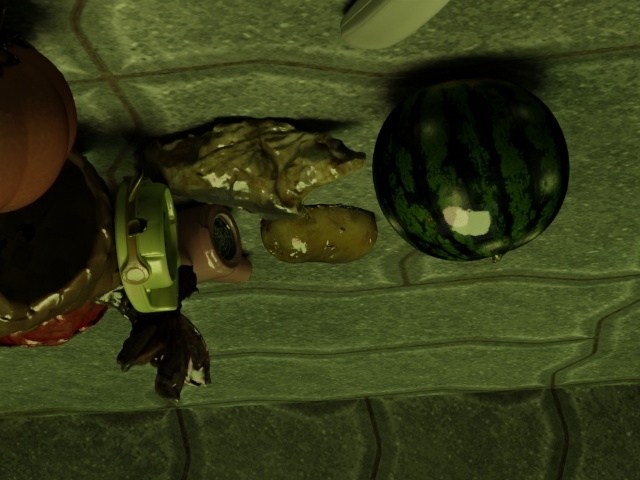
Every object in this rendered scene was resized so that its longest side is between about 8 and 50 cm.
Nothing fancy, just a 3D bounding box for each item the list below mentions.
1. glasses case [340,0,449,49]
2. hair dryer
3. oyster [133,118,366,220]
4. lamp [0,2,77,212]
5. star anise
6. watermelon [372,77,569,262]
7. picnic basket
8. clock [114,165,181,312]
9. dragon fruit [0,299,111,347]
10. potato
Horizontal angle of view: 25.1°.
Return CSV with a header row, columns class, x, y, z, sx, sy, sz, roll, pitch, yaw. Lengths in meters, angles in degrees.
class,x,y,z,sx,sy,sz,roll,pitch,yaw
glasses case,0.091,-0.273,1.662,0.074,0.049,0.193,6,160,-27
hair dryer,-0.193,0.028,2.438,0.210,0.125,0.352,-14,169,24
oyster,-0.109,-0.096,2.049,0.341,0.110,0.166,8,156,4
lamp,-0.422,-0.158,1.603,0.305,0.240,0.305,11,-157,-5
star anise,-0.248,0.120,2.150,0.129,0.283,0.212,-31,154,18
watermelon,0.199,-0.094,1.924,0.268,0.269,0.269,-4,161,-1
picnic basket,-0.456,-0.020,1.925,0.337,0.293,0.337,-19,160,-7
clock,-0.241,-0.009,1.994,0.069,0.170,0.232,-3,157,2
dragon fruit,-0.430,0.042,2.221,0.298,0.244,0.244,-25,166,-15
potato,0.000,0.000,2.414,0.200,0.081,0.164,1,160,-22
